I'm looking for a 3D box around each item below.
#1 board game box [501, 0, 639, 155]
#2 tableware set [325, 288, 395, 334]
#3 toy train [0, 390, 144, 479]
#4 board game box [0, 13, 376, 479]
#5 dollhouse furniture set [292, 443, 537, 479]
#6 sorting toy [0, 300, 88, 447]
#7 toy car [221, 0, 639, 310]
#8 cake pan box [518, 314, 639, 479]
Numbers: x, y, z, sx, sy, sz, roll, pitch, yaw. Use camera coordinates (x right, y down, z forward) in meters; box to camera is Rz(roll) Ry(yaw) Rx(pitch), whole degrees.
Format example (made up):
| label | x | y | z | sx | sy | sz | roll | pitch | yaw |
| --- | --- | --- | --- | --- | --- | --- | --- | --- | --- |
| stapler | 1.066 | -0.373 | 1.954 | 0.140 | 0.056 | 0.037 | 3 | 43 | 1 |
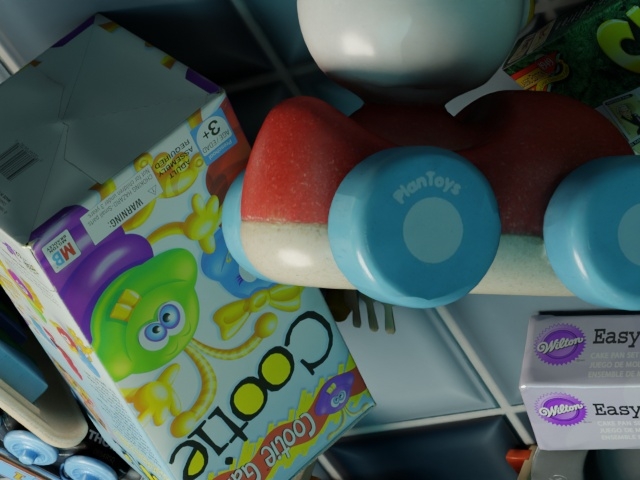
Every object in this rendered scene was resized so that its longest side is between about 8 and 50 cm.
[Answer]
| label | x | y | z | sx | sy | sz | roll | pitch | yaw |
| --- | --- | --- | --- | --- | --- | --- | --- | --- | --- |
| board game box | 0.210 | -0.089 | 0.840 | 0.136 | 0.030 | 0.259 | 41 | 154 | -12 |
| tableware set | 0.000 | 0.000 | 1.090 | 0.104 | 0.024 | 0.154 | 9 | 141 | 17 |
| toy train | -0.220 | 0.144 | 1.281 | 0.184 | 0.080 | 0.105 | 28 | 144 | -14 |
| board game box | -0.098 | 0.027 | 1.020 | 0.144 | 0.142 | 0.275 | 34 | 157 | 44 |
| dollhouse furniture set | 0.053 | 0.228 | 1.278 | 0.259 | 0.135 | 0.262 | -4 | 137 | 38 |
| sorting toy | -0.251 | 0.041 | 1.124 | 0.208 | 0.193 | 0.038 | 38 | 93 | -27 |
| toy car | 0.066 | -0.090 | 0.849 | 0.210 | 0.238 | 0.219 | 1 | -178 | -18 |
| cake pan box | 0.277 | 0.146 | 1.132 | 0.266 | 0.070 | 0.246 | -2 | 134 | 20 |
